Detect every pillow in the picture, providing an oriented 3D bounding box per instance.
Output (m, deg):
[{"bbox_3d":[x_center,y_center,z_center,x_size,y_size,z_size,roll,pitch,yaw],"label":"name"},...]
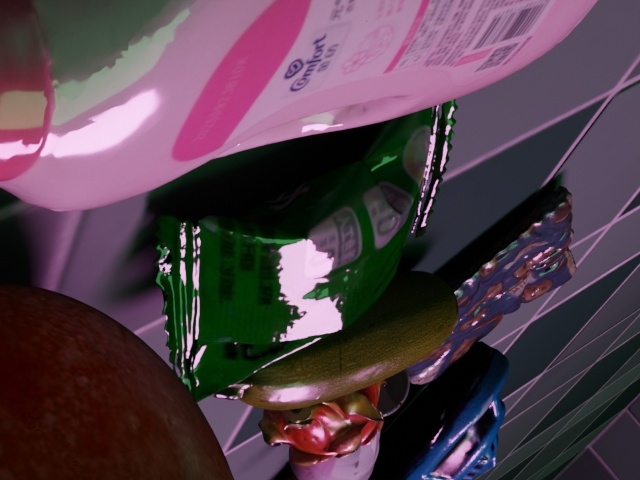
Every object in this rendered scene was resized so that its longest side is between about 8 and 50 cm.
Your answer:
[{"bbox_3d":[0.136,0.048,1.216,0.189,0.034,0.255,-37,165,-1],"label":"pillow"}]

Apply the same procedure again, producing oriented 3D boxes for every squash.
[{"bbox_3d":[0.017,0.065,0.941,0.252,0.066,0.066,-17,152,-51],"label":"squash"}]

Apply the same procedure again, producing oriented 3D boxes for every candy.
[{"bbox_3d":[0.002,0.004,0.740,0.203,0.078,0.141,-35,164,-32],"label":"candy"}]

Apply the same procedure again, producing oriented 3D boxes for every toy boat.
[{"bbox_3d":[0.110,0.219,1.403,0.299,0.092,0.134,-52,-176,41],"label":"toy boat"}]

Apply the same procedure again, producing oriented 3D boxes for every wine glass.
[{"bbox_3d":[0.020,0.140,1.139,0.073,0.073,0.155,-32,158,-25],"label":"wine glass"}]

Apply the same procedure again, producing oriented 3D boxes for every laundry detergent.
[{"bbox_3d":[-0.033,-0.073,0.449,0.335,0.088,0.159,-22,156,-43],"label":"laundry detergent"}]

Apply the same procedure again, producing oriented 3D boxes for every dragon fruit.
[{"bbox_3d":[-0.003,0.113,0.996,0.086,0.081,0.116,-12,172,29],"label":"dragon fruit"}]

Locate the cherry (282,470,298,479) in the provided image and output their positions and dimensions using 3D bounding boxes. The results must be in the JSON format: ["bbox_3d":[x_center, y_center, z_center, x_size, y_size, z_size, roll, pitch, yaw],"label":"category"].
[{"bbox_3d":[-0.010,0.245,1.289,0.107,0.090,0.225,-29,171,9],"label":"cherry"}]

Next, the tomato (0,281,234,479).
[{"bbox_3d":[-0.144,0.158,0.571,0.270,0.223,0.270,-32,162,-12],"label":"tomato"}]
